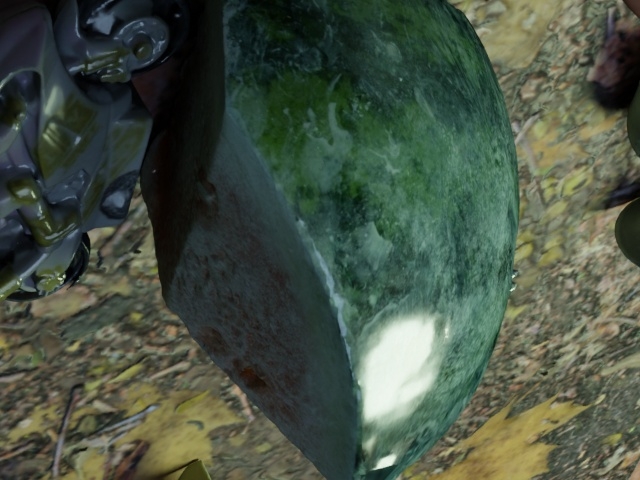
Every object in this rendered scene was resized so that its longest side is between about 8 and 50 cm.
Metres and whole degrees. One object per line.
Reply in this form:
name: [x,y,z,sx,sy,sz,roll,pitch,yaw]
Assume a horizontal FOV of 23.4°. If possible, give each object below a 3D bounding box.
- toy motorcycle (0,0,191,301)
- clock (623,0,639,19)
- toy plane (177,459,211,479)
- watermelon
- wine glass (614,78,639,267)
toy motorcycle: [-0.162,-0.050,0.797,0.152,0.073,0.225,1,132,-36]
clock: [0.175,-0.184,0.733,0.142,0.241,0.227,-29,154,32]
toy plane: [-0.163,0.248,1.151,0.244,0.092,0.229,-29,160,-9]
watermelon: [0.000,0.000,0.880,0.213,0.290,0.320,-4,176,25]
wine glass: [0.254,-0.062,1.096,0.079,0.079,0.195,-24,146,-11]
